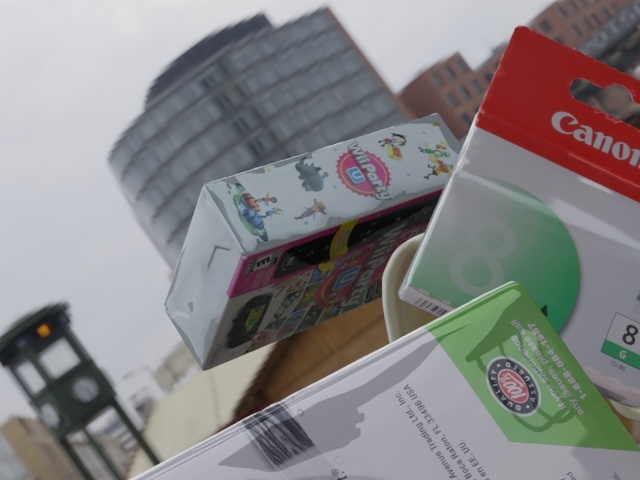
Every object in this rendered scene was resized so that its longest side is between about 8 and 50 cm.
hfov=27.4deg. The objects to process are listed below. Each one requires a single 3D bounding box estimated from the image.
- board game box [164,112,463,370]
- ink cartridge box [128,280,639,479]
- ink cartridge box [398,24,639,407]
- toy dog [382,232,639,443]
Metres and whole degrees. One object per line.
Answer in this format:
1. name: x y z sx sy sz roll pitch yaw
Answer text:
1. board game box: 0.000 0.000 1.424 0.303 0.097 0.224 -21 -26 -30
2. ink cartridge box: 0.027 0.169 0.595 0.273 0.198 0.115 -24 -18 -30
3. ink cartridge box: 0.177 -0.025 0.895 0.056 0.181 0.225 120 175 -78
4. toy dog: 0.210 0.151 1.359 0.284 0.395 0.408 -7 0 0
